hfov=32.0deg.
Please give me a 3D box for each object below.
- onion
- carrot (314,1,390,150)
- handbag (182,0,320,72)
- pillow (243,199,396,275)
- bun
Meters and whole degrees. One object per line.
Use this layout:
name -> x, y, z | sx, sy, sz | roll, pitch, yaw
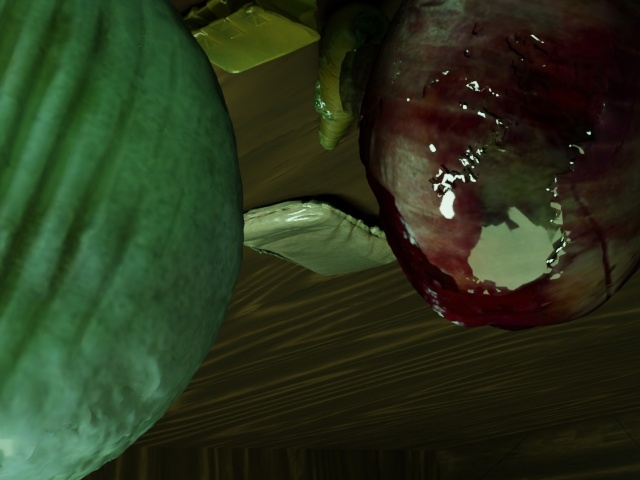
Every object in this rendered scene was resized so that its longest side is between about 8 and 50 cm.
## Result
onion -> 0.110, -0.075, 0.628 | 0.219, 0.252, 0.252 | 13, 174, 33
carrot -> 0.016, -0.106, 0.805 | 0.049, 0.049, 0.254 | -3, 167, -5
handbag -> -0.047, -0.135, 0.712 | 0.083, 0.027, 0.061 | -16, 160, 36
pillow -> 0.002, -0.001, 1.158 | 0.135, 0.034, 0.211 | -10, 161, 29
bun -> -0.219, -0.022, 0.521 | 0.362, 0.361, 0.211 | 2, 159, -19
